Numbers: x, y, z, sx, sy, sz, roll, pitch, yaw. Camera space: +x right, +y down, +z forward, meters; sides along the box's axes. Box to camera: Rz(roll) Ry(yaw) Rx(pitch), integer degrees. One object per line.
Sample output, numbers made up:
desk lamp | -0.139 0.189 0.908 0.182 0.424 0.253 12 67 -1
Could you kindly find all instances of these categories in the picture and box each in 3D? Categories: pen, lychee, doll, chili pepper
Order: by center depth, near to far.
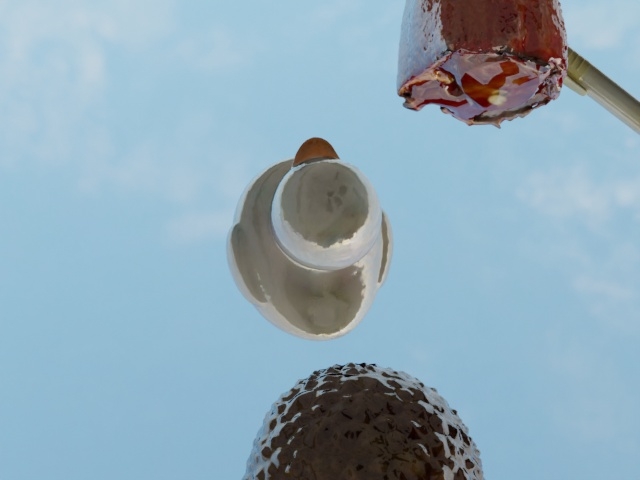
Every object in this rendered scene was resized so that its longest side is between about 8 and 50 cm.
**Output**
chili pepper | 0.122 -0.217 1.046 0.136 0.144 0.253 -5 -109 16
lychee | 0.043 0.246 1.272 0.260 0.261 0.261 -1 -132 1
pen | 0.324 -0.153 1.490 0.233 0.032 0.040 37 -115 -3
doll | 0.000 0.000 1.620 0.221 0.251 0.221 -2 -172 0
